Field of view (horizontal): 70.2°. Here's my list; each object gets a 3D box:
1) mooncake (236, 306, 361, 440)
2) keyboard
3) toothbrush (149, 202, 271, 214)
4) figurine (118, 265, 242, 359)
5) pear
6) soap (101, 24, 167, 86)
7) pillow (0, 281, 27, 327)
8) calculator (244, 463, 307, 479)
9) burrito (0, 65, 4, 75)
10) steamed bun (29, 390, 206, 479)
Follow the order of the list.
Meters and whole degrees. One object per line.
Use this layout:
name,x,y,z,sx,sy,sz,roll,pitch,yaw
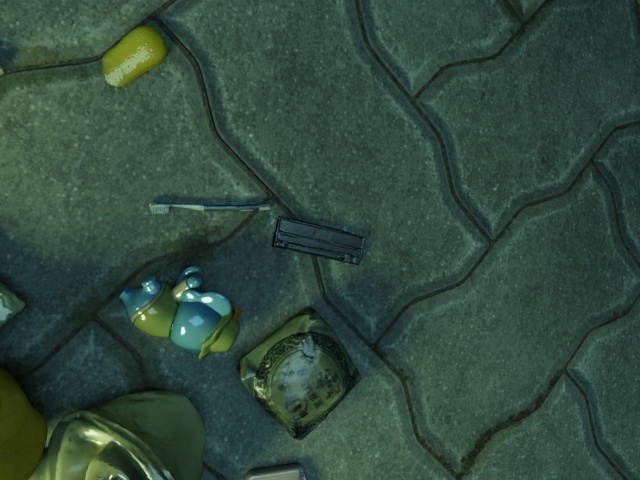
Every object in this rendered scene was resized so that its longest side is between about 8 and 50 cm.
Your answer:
mooncake,-0.043,0.324,1.113,0.250,0.136,0.254,-39,102,-12
keyboard,0.000,0.000,1.194,0.251,0.017,0.087,13,86,-19
toothbrush,-0.259,-0.077,1.096,0.288,0.024,0.026,-2,91,-21
figurine,-0.300,0.157,1.014,0.262,0.154,0.180,41,88,-19
pear,-0.663,0.371,0.792,0.314,0.314,0.314,0,89,-20
soap,-0.427,-0.419,1.032,0.168,0.033,0.089,-42,101,-16
pillow,-0.779,0.135,0.878,0.274,0.076,0.280,44,82,-12
calculator,-0.117,0.618,1.136,0.175,0.032,0.100,2,88,-20
burrito,-0.734,-0.309,0.913,0.188,0.045,0.058,-41,96,-14
steamed bun,-0.400,0.506,0.922,0.352,0.247,0.339,-7,93,-24
